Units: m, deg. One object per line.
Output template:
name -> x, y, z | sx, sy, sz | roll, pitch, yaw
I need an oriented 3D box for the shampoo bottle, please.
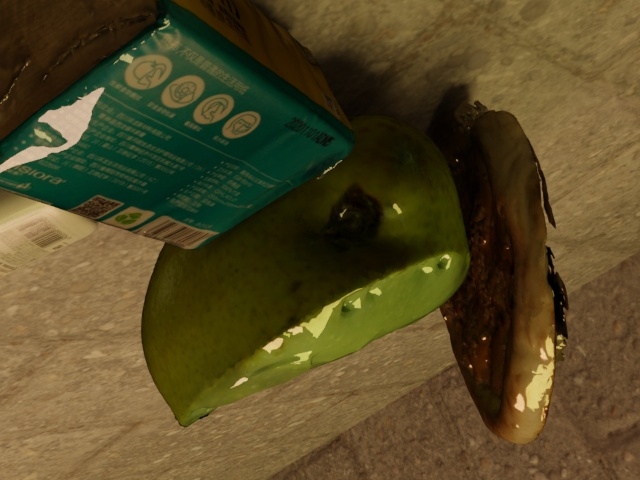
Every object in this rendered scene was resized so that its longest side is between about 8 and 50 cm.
shampoo bottle -> -0.322, 0.007, 0.807 | 0.221, 0.051, 0.108 | -25, 159, 2

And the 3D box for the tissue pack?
tissue pack -> -0.122, -0.108, 0.644 | 0.192, 0.134, 0.271 | -32, 157, 16

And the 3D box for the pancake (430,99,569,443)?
pancake -> 0.183, 0.023, 0.967 | 0.071, 0.382, 0.382 | -8, 156, -6

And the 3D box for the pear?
pear -> 0.000, 0.000, 0.857 | 0.342, 0.238, 0.318 | -19, 163, -35
